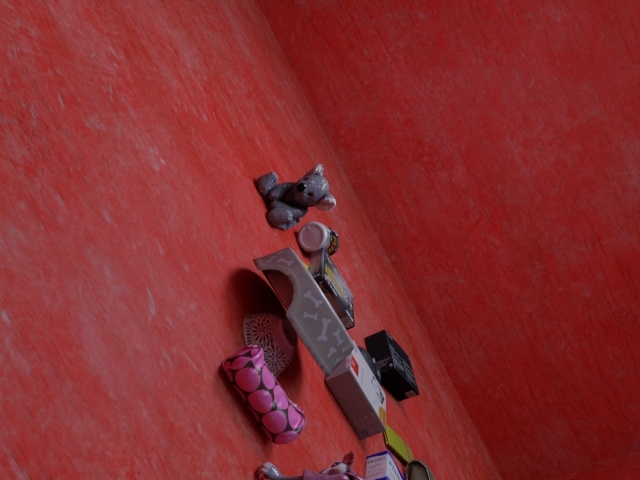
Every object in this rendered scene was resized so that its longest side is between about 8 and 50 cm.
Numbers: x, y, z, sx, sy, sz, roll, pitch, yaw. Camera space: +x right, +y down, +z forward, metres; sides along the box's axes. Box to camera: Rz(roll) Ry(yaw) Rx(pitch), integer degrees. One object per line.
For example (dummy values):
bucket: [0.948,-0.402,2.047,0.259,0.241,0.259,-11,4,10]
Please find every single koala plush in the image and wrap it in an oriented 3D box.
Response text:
koala plush: [-0.065,-0.154,1.754,0.203,0.221,0.196,30,36,-66]

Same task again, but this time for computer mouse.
computer mouse: [0.166,0.451,1.820,0.272,0.072,0.188,51,20,-40]

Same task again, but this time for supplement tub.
supplement tub: [0.000,0.000,1.925,0.117,0.117,0.190,68,16,16]

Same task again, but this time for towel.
towel: [0.277,0.733,1.833,0.237,0.021,0.102,52,13,-35]

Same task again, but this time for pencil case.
pencil case: [-0.112,0.312,1.063,0.098,0.095,0.209,-41,109,-39]

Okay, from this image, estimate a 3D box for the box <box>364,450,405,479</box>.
box: [0.187,0.698,1.472,0.126,0.072,0.137,62,14,-10]

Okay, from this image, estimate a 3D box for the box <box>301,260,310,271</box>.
box: [-0.066,0.113,1.648,0.178,0.042,0.109,44,25,-54]

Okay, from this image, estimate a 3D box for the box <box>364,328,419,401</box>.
box: [0.292,0.510,2.096,0.261,0.103,0.184,51,23,-40]

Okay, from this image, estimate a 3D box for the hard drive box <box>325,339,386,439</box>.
hard drive box: [0.112,0.457,1.592,0.232,0.089,0.181,60,15,-15]

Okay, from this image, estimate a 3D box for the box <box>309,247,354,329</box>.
box: [0.040,0.165,1.740,0.231,0.056,0.183,59,17,-24]

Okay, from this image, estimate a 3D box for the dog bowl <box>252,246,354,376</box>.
dog bowl: [-0.037,0.170,1.307,0.349,0.102,0.349,56,-5,8]

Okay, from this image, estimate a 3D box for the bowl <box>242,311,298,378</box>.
bowl: [-0.106,0.236,1.232,0.170,0.080,0.170,56,17,-27]

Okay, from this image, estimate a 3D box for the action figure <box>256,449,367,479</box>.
action figure: [0.027,0.511,0.896,0.248,0.276,0.370,53,31,-15]

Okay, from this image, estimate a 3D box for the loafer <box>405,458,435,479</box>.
loafer: [0.333,0.834,1.699,0.251,0.094,0.087,-97,160,-52]
